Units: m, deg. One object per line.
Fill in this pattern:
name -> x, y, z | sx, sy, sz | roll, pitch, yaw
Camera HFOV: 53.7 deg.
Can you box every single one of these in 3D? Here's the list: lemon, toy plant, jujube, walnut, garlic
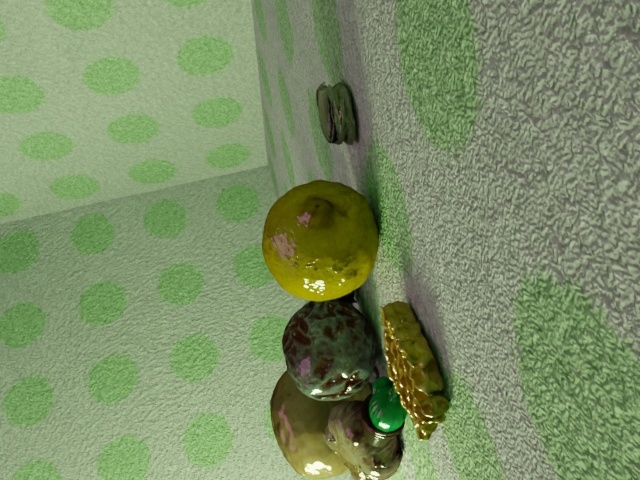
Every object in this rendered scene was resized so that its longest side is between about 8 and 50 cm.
lemon -> 0.000, 0.000, 1.312 | 0.320, 0.245, 0.245 | 94, 161, -68
toy plant -> 0.150, 0.387, 1.458 | 0.143, 0.105, 0.200 | -90, 11, -53
jujube -> 0.021, 0.275, 1.629 | 0.215, 0.246, 0.308 | 67, 167, -19
walnut -> 0.008, 0.530, 1.925 | 0.381, 0.381, 0.381 | 167, 90, -83
garlic -> 0.124, 0.525, 1.667 | 0.245, 0.160, 0.245 | 32, 136, 37

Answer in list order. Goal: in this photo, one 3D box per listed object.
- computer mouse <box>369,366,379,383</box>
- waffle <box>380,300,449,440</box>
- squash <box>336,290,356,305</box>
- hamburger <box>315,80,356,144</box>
computer mouse -> 0.137, 0.369, 1.754 | 0.110, 0.032, 0.056 | 135, 121, -82
waffle -> 0.176, 0.260, 1.155 | 0.219, 0.057, 0.229 | -116, 13, -59
squash -> 0.056, 0.093, 1.680 | 0.318, 0.071, 0.080 | 86, -151, -51
hamburger -> 0.032, -0.262, 1.308 | 0.140, 0.062, 0.133 | -110, 11, -57
